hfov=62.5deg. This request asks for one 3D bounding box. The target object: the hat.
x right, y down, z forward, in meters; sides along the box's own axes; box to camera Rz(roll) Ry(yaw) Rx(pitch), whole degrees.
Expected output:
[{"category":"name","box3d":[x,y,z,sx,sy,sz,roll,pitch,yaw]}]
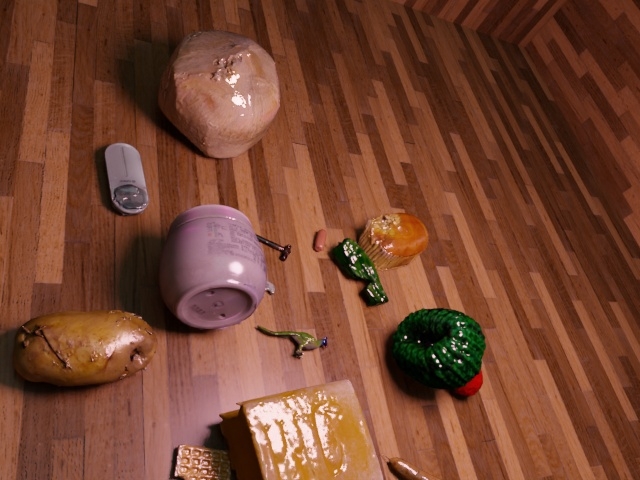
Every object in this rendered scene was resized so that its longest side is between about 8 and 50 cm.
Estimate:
[{"category":"hat","box3d":[0.399,0.352,1.600,0.332,0.274,0.242,38,75,-32]}]

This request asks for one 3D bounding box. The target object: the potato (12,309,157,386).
[{"category":"potato","box3d":[-0.524,0.243,1.192,0.300,0.140,0.173,4,52,-24]}]

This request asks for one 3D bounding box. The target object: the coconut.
[{"category":"coconut","box3d":[-0.312,-0.489,1.696,0.404,0.405,0.405,16,51,-21]}]

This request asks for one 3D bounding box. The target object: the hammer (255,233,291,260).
[{"category":"hammer","box3d":[-0.175,0.004,1.653,0.178,0.021,0.065,26,49,-11]}]

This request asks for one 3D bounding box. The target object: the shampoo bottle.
[{"category":"shampoo bottle","box3d":[-0.280,0.068,1.374,0.272,0.273,0.267,9,44,-25]}]

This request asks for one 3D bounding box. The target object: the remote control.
[{"category":"remote control","box3d":[-0.564,-0.178,1.531,0.104,0.052,0.248,-2,60,-30]}]

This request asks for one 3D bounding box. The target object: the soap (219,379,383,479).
[{"category":"soap","box3d":[-0.043,0.513,1.269,0.334,0.156,0.294,0,58,-36]}]

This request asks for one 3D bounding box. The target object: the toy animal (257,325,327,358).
[{"category":"toy animal","box3d":[-0.078,0.290,1.493,0.216,0.041,0.075,13,51,-18]}]

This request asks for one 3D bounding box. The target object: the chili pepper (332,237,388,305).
[{"category":"chili pepper","box3d":[0.137,0.105,1.728,0.099,0.083,0.253,-29,80,-40]}]

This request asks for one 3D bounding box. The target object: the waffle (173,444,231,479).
[{"category":"waffle","box3d":[-0.271,0.525,1.219,0.134,0.021,0.092,15,52,-22]}]

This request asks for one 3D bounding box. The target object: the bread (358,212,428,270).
[{"category":"bread","box3d":[0.260,-0.004,1.845,0.250,0.133,0.179,-8,66,-33]}]

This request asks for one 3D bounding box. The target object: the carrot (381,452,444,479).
[{"category":"carrot","box3d":[0.292,0.662,1.433,0.298,0.078,0.078,31,47,0]}]

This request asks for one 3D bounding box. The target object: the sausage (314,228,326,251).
[{"category":"sausage","box3d":[0.000,0.000,1.751,0.034,0.034,0.083,24,50,-14]}]

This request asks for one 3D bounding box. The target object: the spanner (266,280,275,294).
[{"category":"spanner","box3d":[-0.237,0.046,1.588,0.071,0.017,0.302,-24,72,-39]}]
